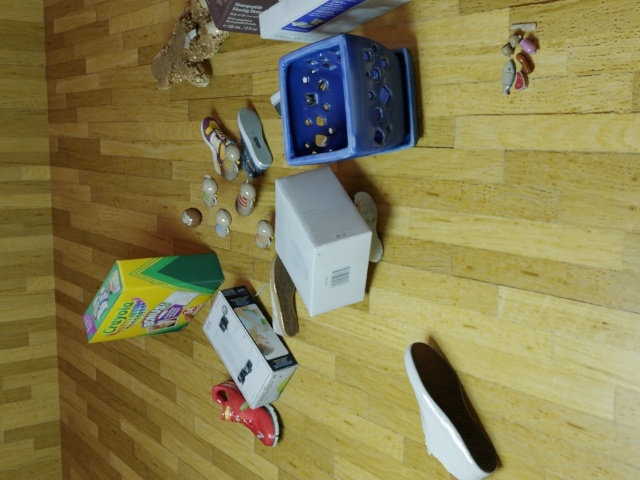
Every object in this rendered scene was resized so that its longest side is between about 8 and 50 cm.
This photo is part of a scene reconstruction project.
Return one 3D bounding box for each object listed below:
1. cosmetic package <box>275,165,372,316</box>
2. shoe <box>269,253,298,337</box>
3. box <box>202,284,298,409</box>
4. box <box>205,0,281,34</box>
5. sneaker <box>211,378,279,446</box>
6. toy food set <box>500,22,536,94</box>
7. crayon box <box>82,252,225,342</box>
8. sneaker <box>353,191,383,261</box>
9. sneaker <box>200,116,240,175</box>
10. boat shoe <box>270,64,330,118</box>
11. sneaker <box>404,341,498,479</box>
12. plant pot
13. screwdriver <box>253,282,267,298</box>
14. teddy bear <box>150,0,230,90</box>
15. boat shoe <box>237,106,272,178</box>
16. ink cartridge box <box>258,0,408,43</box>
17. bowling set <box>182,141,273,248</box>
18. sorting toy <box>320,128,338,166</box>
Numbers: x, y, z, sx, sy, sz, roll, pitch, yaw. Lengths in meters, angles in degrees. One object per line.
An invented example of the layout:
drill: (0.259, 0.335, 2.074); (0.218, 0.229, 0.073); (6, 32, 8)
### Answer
cosmetic package: (0.000, 0.000, 1.728); (0.224, 0.138, 0.225); (94, 153, -47)
shoe: (-0.103, 0.138, 2.004); (0.058, 0.076, 0.219); (0, 96, 49)
box: (-0.193, 0.284, 2.116); (0.290, 0.087, 0.169); (52, 133, 30)
box: (-0.170, -0.635, 1.920); (0.203, 0.168, 0.167); (-47, 56, 47)
sneaker: (-0.212, 0.480, 2.161); (0.279, 0.118, 0.107); (33, 121, 47)
toy food set: (0.345, -0.316, 1.378); (0.078, 0.019, 0.122); (14, 106, 53)
crayon box: (-0.505, 0.175, 2.361); (0.363, 0.313, 0.106); (-47, 57, 46)
sneaker: (0.090, -0.027, 1.735); (0.065, 0.061, 0.158); (-16, 80, 60)
sneaker: (-0.272, -0.275, 2.202); (0.084, 0.069, 0.185); (-35, 72, 41)
boat shoe: (-0.039, -0.343, 1.862); (0.228, 0.080, 0.076); (-19, 96, 50)
sneaker: (0.225, 0.346, 1.552); (0.123, 0.106, 0.290); (-48, 58, 42)
plant pot: (0.067, -0.276, 1.603); (0.236, 0.212, 0.236); (-3, 92, 53)
screwdriver: (-0.188, 0.159, 2.172); (0.025, 0.024, 0.170); (42, 131, 7)
teddy bear: (-0.357, -0.564, 2.262); (0.245, 0.113, 0.338); (52, 126, 27)
boat shoe: (-0.190, -0.256, 2.083); (0.083, 0.065, 0.183); (-41, 63, 50)
ink cartridge box: (0.040, -0.494, 1.642); (0.371, 0.175, 0.069); (-5, 89, 54)
bowling set: (-0.253, -0.085, 2.036); (0.287, 0.200, 0.154); (61, 161, 13)
sorting toy: (0.024, -0.225, 1.817); (0.075, 0.045, 0.083); (58, 137, 42)
